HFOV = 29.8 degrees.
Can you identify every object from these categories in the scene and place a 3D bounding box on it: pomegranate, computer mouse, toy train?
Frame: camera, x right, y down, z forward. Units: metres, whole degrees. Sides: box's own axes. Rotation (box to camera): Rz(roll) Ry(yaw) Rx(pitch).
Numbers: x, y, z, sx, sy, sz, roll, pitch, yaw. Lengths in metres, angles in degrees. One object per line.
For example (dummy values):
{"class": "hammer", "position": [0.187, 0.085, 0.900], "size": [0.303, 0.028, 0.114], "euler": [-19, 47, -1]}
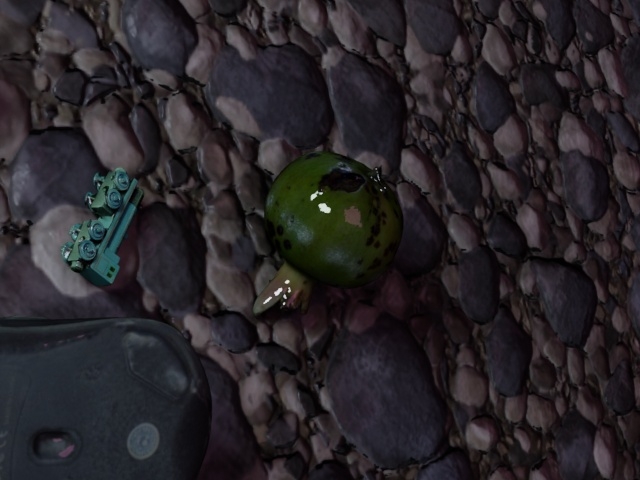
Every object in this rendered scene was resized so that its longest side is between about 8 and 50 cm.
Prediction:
{"class": "pomegranate", "position": [0.000, 0.000, 0.990], "size": [0.122, 0.122, 0.161], "euler": [27, 101, -35]}
{"class": "computer mouse", "position": [-0.229, 0.115, 0.750], "size": [0.379, 0.090, 0.167], "euler": [11, 88, -42]}
{"class": "toy train", "position": [-0.158, -0.011, 0.894], "size": [0.045, 0.029, 0.092], "euler": [44, 53, -35]}
